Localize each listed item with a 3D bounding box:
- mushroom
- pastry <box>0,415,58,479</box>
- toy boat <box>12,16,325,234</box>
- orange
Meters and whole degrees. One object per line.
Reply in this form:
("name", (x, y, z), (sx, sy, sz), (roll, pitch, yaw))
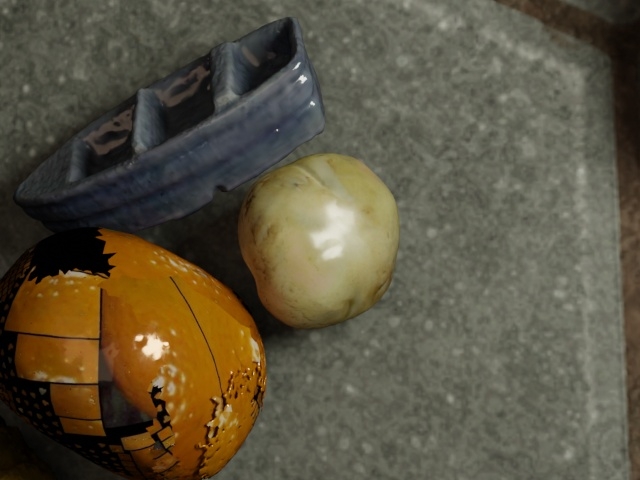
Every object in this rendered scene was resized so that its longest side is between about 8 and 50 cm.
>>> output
("mushroom", (0.000, 0.000, 1.263), (0.148, 0.112, 0.148), (8, 72, -27))
("pastry", (-0.315, 0.227, 1.292), (0.189, 0.189, 0.103), (-45, 71, 7))
("toy boat", (-0.125, -0.082, 1.294), (0.283, 0.127, 0.078), (-28, 123, 14))
("orange", (-0.155, 0.091, 1.238), (0.234, 0.234, 0.182), (40, 96, 14))
